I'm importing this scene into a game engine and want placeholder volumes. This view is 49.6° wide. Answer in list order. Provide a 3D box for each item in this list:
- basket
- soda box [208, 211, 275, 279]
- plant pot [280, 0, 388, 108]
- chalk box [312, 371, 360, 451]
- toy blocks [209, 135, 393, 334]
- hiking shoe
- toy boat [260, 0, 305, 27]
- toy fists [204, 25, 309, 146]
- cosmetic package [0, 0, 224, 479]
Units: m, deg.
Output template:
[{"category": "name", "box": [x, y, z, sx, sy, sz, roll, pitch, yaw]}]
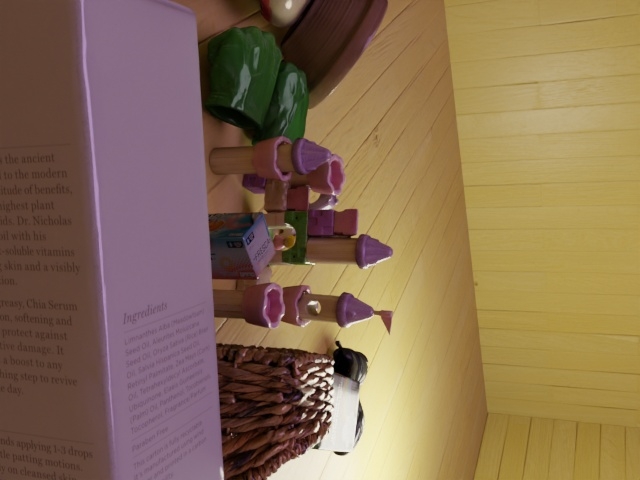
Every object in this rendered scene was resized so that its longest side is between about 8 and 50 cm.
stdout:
[{"category": "basket", "box": [-0.092, 0.240, 0.853, 0.299, 0.213, 0.223, 89, 6, -81]}, {"category": "soda box", "box": [-0.152, 0.007, 0.843, 0.058, 0.183, 0.063, -59, 141, -50]}, {"category": "plant pot", "box": [0.005, -0.362, 1.236, 0.110, 0.237, 0.237, 33, 51, -18]}, {"category": "chalk box", "box": [-0.032, 0.288, 1.197, 0.213, 0.132, 0.132, 39, 56, -60]}, {"category": "toy blocks", "box": [0.000, 0.000, 1.103, 0.309, 0.260, 0.288, 20, 71, -65]}, {"category": "hiking shoe", "box": [0.036, 0.327, 1.441, 0.114, 0.086, 0.227, 38, 49, -45]}, {"category": "toy boat", "box": [-0.070, -0.444, 1.103, 0.151, 0.151, 0.231, -55, -172, 4]}, {"category": "toy fists", "box": [-0.094, -0.235, 1.096, 0.279, 0.096, 0.142, 31, 72, -65]}, {"category": "cosmetic package", "box": [-0.230, 0.028, 0.607, 0.161, 0.230, 0.453, -18, 108, -66]}]
